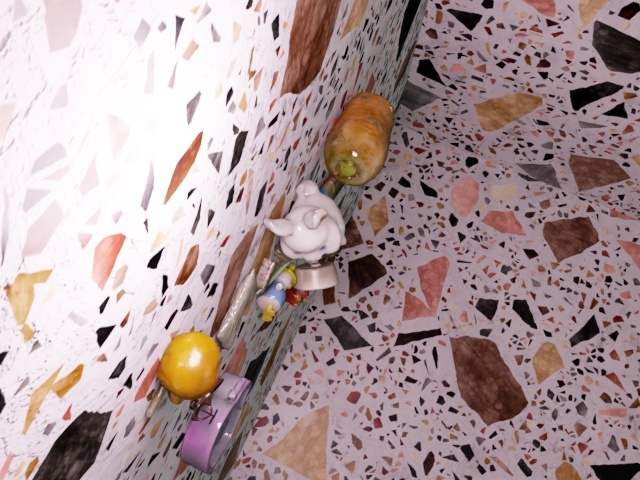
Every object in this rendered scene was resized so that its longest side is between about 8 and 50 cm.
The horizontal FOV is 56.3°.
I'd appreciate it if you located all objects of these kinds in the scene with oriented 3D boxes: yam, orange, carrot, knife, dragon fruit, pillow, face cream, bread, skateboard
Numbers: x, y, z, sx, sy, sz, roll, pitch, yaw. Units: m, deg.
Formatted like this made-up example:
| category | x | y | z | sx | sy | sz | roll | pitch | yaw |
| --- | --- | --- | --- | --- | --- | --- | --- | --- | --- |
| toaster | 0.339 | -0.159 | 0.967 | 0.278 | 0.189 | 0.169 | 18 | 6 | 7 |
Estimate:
| category | x | y | z | sx | sy | sz | roll | pitch | yaw |
| --- | --- | --- | --- | --- | --- | --- | --- | --- | --- |
| yam | -0.373 | 0.356 | 1.387 | 0.021 | 0.021 | 0.116 | 96 | 18 | -67 |
| orange | -0.294 | 0.281 | 1.346 | 0.155 | 0.134 | 0.154 | -176 | -90 | -84 |
| carrot | 0.143 | -0.356 | 2.129 | 0.224 | 0.224 | 0.340 | 105 | 8 | -49 |
| knife | -0.126 | 0.085 | 2.076 | 0.293 | 0.019 | 0.043 | -45 | -160 | -20 |
| dragon fruit | -0.112 | 0.172 | 2.356 | 0.207 | 0.133 | 0.150 | 75 | 10 | -53 |
| pillow | -0.243 | 0.203 | 1.753 | 0.148 | 0.050 | 0.229 | 108 | 5 | -68 |
| yam | -0.099 | 0.003 | 2.077 | 0.179 | 0.078 | 0.078 | -58 | 169 | -54 |
| face cream | 0.041 | -0.209 | 2.461 | 0.285 | 0.067 | 0.139 | -57 | 167 | -56 |
| bread | -0.343 | 0.351 | 1.451 | 0.115 | 0.056 | 0.082 | 116 | -4 | -86 |
| skateboard | -0.338 | 0.486 | 1.819 | 0.151 | 0.080 | 0.067 | -61 | 177 | -27 |

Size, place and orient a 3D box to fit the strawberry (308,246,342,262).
| category | x | y | z | sx | sy | sz | roll | pitch | yaw |
| --- | --- | --- | --- | --- | --- | --- | --- | --- | --- |
| strawberry | 0.000 | 0.000 | 2.494 | 0.201 | 0.184 | 0.186 | -122 | -171 | -51 |

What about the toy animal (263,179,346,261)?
| category | x | y | z | sx | sy | sz | roll | pitch | yaw |
| --- | --- | --- | --- | --- | --- | --- | --- | --- | --- |
| toy animal | -0.042 | -0.059 | 1.855 | 0.367 | 0.196 | 0.241 | -46 | 121 | -76 |

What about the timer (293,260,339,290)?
| category | x | y | z | sx | sy | sz | roll | pitch | yaw |
| --- | --- | --- | --- | --- | --- | --- | --- | --- | --- |
| timer | -0.031 | 0.038 | 2.225 | 0.175 | 0.175 | 0.265 | -38 | 122 | -76 |

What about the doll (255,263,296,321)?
| category | x | y | z | sx | sy | sz | roll | pitch | yaw |
| --- | --- | --- | --- | --- | --- | --- | --- | --- | --- |
| doll | -0.153 | 0.175 | 2.134 | 0.241 | 0.099 | 0.135 | -58 | 149 | -41 |

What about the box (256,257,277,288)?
| category | x | y | z | sx | sy | sz | roll | pitch | yaw |
| --- | --- | --- | --- | --- | --- | --- | --- | --- | --- |
| box | -0.179 | 0.106 | 1.934 | 0.062 | 0.045 | 0.098 | 8 | 104 | -84 |

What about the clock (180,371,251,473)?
| category | x | y | z | sx | sy | sz | roll | pitch | yaw |
| --- | --- | --- | --- | --- | --- | --- | --- | --- | --- |
| clock | -0.354 | 0.613 | 2.032 | 0.338 | 0.102 | 0.338 | 22 | 90 | -83 |
